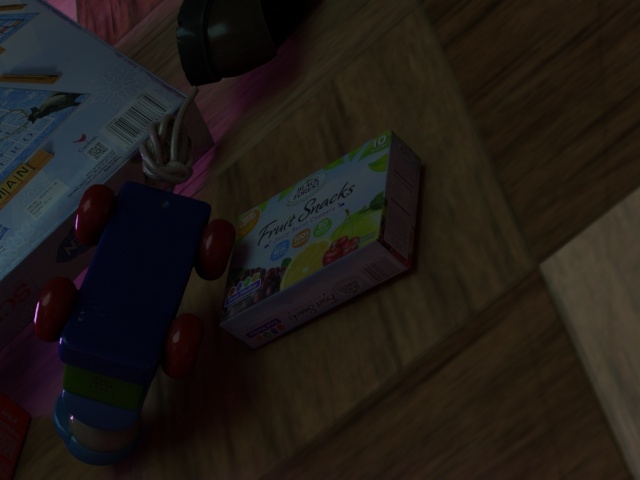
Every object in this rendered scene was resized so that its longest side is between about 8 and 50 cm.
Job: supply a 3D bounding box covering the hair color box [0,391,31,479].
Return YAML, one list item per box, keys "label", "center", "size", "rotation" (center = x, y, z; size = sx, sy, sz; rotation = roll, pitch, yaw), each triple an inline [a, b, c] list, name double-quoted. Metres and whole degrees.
- label: "hair color box"
  center: [-0.279, 0.195, 1.234]
  size: [0.093, 0.053, 0.167]
  rotation: [-23, 38, 34]

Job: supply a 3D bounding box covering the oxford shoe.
- label: "oxford shoe"
  center: [-0.049, -0.203, 1.371]
  size: [0.096, 0.083, 0.227]
  rotation: [-9, 40, 13]

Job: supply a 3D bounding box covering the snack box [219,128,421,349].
- label: "snack box"
  center: [0.000, 0.000, 1.104]
  size: [0.141, 0.037, 0.100]
  rotation: [-29, 35, 33]

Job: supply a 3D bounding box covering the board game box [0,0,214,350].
- label: "board game box"
  center: [-0.304, -0.060, 1.351]
  size: [0.318, 0.066, 0.318]
  rotation: [-45, 56, -14]

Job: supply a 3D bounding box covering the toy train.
- label: "toy train"
  center: [-0.120, 0.025, 1.161]
  size: [0.143, 0.105, 0.248]
  rotation: [107, 178, -46]
